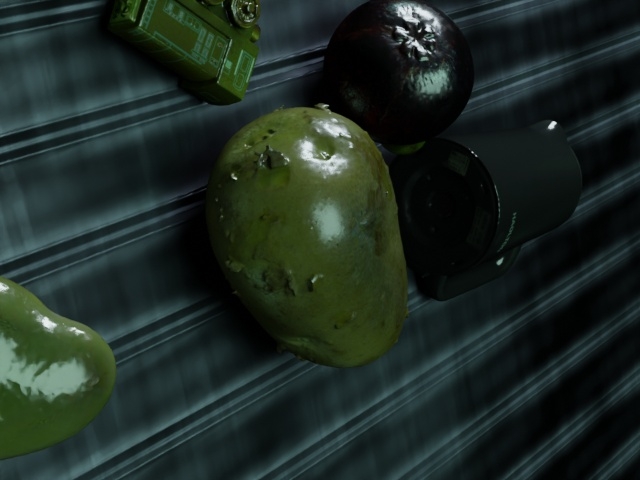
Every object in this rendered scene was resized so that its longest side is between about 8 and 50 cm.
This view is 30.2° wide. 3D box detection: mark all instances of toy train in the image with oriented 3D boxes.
[{"bbox_3d":[-0.163,-0.266,1.420,0.225,0.090,0.137,29,73,-45],"label":"toy train"}]

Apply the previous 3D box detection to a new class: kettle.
[{"bbox_3d":[0.265,-0.043,1.832,0.308,0.203,0.262,-15,100,-51],"label":"kettle"}]

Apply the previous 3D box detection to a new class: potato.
[{"bbox_3d":[-0.006,0.016,1.507,0.270,0.219,0.359,-48,127,-45],"label":"potato"}]

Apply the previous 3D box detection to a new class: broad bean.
[{"bbox_3d":[-0.346,0.131,1.218,0.263,0.121,0.189,24,76,-31],"label":"broad bean"}]

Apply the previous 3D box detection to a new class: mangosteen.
[{"bbox_3d":[0.105,-0.231,1.655,0.216,0.216,0.216,-2,92,-49],"label":"mangosteen"}]
